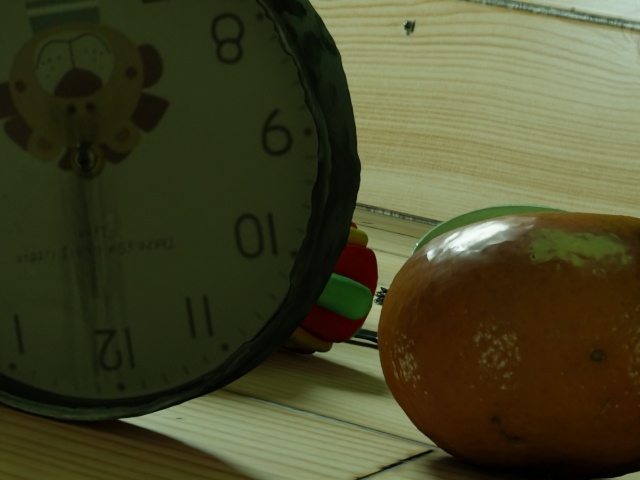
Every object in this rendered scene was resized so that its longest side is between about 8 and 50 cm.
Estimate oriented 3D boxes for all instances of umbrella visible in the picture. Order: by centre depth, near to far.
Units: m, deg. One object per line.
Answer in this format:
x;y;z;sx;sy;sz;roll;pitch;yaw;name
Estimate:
0.078;0.065;1.961;0.031;0.020;0.083;13;-1;10;umbrella

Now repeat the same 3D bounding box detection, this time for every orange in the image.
0.147;0.071;1.095;0.224;0.170;0.224;-3;-12;-1;orange

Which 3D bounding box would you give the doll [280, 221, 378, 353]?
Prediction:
-0.108;0.003;1.322;0.363;0.160;0.182;7;14;-44;doll

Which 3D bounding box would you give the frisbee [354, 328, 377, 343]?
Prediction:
0.068;0.097;1.562;0.211;0.012;0.187;10;6;-26;frisbee

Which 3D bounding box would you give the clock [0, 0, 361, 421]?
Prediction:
-0.134;-0.048;0.977;0.312;0.312;0.061;13;11;13;clock

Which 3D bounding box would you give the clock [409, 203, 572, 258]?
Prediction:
0.204;0.036;1.740;0.235;0.029;0.235;-2;37;1;clock
